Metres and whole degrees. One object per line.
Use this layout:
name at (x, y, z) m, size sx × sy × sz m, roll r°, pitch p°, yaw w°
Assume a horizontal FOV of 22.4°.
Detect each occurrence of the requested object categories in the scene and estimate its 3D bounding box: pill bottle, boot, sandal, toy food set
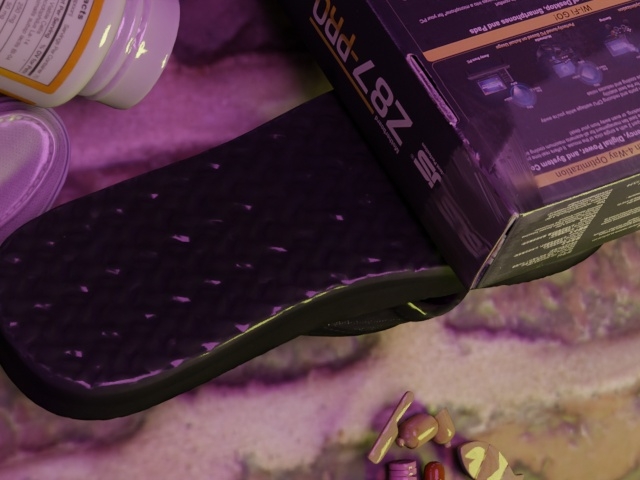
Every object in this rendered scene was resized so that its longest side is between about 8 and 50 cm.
pill bottle at (-0.193, -0.151, 0.937) m, size 0.215 × 0.117 × 0.117 m, roll 21°, pitch 75°, yaw -32°
boot at (-0.229, 0.002, 0.915) m, size 0.258 × 0.123 × 0.095 m, roll -45°, pitch 104°, yaw -23°
sandal at (-0.002, -0.002, 1.036) m, size 0.446 × 0.107 × 0.167 m, roll -16°, pitch 65°, yaw -23°
toy food set at (0.081, 0.160, 1.114) m, size 0.122 × 0.019 × 0.078 m, roll 43°, pitch 68°, yaw -25°

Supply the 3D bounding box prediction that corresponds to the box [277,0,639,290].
box at (0.186, -0.168, 1.083) m, size 0.395 × 0.097 × 0.318 m, roll -19°, pitch 62°, yaw -28°
